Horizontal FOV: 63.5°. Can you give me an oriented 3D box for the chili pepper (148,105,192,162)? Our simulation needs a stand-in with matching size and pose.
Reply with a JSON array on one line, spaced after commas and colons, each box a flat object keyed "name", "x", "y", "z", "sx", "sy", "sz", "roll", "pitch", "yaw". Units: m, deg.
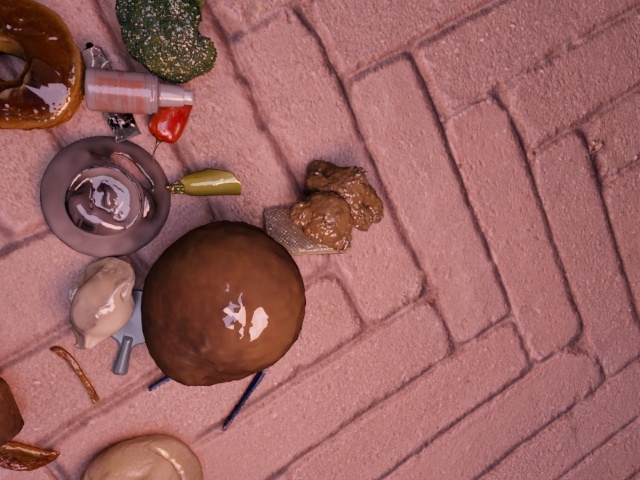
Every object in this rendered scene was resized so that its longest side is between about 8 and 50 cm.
[{"name": "chili pepper", "x": -0.404, "y": -0.294, "z": 1.354, "sx": 0.086, "sy": 0.084, "sz": 0.192, "roll": 21, "pitch": 88, "yaw": -4}]

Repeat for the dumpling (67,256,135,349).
[{"name": "dumpling", "x": -0.578, "y": 0.152, "z": 1.342, "sx": 0.258, "sy": 0.193, "sz": 0.147, "roll": -52, "pitch": 150, "yaw": 8}]

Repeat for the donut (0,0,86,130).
[{"name": "donut", "x": -0.713, "y": -0.396, "z": 1.197, "sx": 0.330, "sy": 0.160, "sz": 0.330, "roll": 1, "pitch": 87, "yaw": -11}]

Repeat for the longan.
[{"name": "longan", "x": -0.246, "y": 0.154, "z": 1.322, "sx": 0.404, "sy": 0.404, "sz": 0.436, "roll": 42, "pitch": 128, "yaw": -20}]

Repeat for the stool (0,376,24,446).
[{"name": "stool", "x": -0.869, "y": 0.382, "z": 1.270, "sx": 0.179, "sy": 0.179, "sz": 0.264, "roll": -17, "pitch": 105, "yaw": -15}]

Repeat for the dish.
[{"name": "dish", "x": -0.547, "y": -0.103, "z": 1.318, "sx": 0.324, "sy": 0.124, "sz": 0.324, "roll": -3, "pitch": 101, "yaw": -18}]

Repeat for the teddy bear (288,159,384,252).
[{"name": "teddy bear", "x": 0.041, "y": -0.094, "z": 1.436, "sx": 0.267, "sy": 0.156, "sz": 0.256, "roll": 34, "pitch": 67, "yaw": 1}]

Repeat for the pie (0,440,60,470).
[{"name": "pie", "x": -0.818, "y": 0.583, "z": 1.398, "sx": 0.191, "sy": 0.033, "sz": 0.088, "roll": 26, "pitch": 98, "yaw": -26}]

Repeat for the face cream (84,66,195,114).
[{"name": "face cream", "x": -0.434, "y": -0.359, "z": 1.262, "sx": 0.252, "sy": 0.101, "sz": 0.101, "roll": 0, "pitch": 99, "yaw": -16}]

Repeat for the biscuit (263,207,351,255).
[{"name": "biscuit", "x": -0.037, "y": -0.030, "z": 1.501, "sx": 0.250, "sy": 0.046, "sz": 0.147, "roll": -2, "pitch": 67, "yaw": -12}]

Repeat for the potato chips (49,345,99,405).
[{"name": "potato chips", "x": -0.664, "y": 0.367, "z": 1.415, "sx": 0.037, "sy": 0.026, "sz": 0.204, "roll": -31, "pitch": 108, "yaw": -7}]

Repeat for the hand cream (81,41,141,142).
[{"name": "hand cream", "x": -0.537, "y": -0.376, "z": 1.312, "sx": 0.075, "sy": 0.052, "sz": 0.248, "roll": -26, "pitch": 107, "yaw": -25}]

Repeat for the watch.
[{"name": "watch", "x": -0.311, "y": 0.389, "z": 1.520, "sx": 0.276, "sy": 0.068, "sz": 0.274, "roll": 36, "pitch": 92, "yaw": -20}]

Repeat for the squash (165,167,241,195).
[{"name": "squash", "x": -0.319, "y": -0.158, "z": 1.403, "sx": 0.200, "sy": 0.090, "sz": 0.075, "roll": -3, "pitch": 91, "yaw": -17}]

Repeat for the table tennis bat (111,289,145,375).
[{"name": "table tennis bat", "x": -0.528, "y": 0.256, "z": 1.434, "sx": 0.153, "sy": 0.040, "sz": 0.244, "roll": 14, "pitch": 91, "yaw": -15}]

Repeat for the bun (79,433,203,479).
[{"name": "bun", "x": -0.497, "y": 0.728, "z": 1.431, "sx": 0.365, "sy": 0.219, "sz": 0.365, "roll": -5, "pitch": 104, "yaw": -18}]

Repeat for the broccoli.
[{"name": "broccoli", "x": -0.368, "y": -0.523, "z": 1.271, "sx": 0.269, "sy": 0.261, "sz": 0.241, "roll": 30, "pitch": 51, "yaw": -23}]
